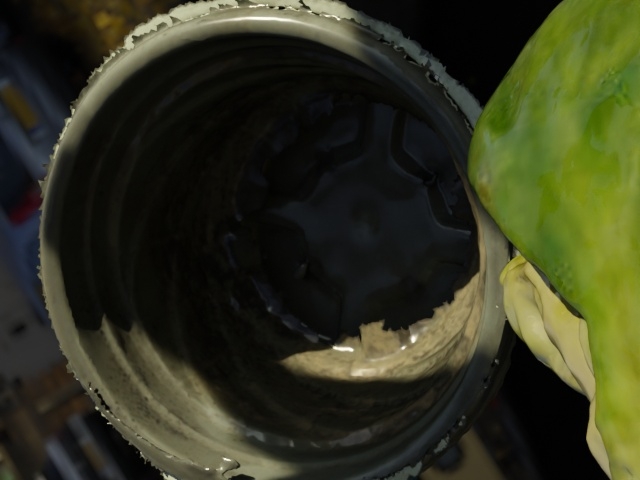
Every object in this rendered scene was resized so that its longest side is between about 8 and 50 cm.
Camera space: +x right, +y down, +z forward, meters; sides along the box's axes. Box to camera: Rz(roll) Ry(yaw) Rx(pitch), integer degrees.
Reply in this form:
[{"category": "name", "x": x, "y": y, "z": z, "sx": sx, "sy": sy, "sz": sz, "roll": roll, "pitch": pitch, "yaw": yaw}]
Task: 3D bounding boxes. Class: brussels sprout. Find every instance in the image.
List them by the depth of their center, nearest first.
[{"category": "brussels sprout", "x": 0.119, "y": 0.003, "z": 0.544, "sx": 0.131, "sy": 0.145, "sz": 0.183, "roll": 28, "pitch": -153, "yaw": -53}]

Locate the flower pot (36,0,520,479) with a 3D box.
[{"category": "flower pot", "x": 0.000, "y": 0.000, "z": 0.919, "sx": 0.235, "sy": 0.235, "sz": 0.140, "roll": 58, "pitch": -156, "yaw": 7}]
